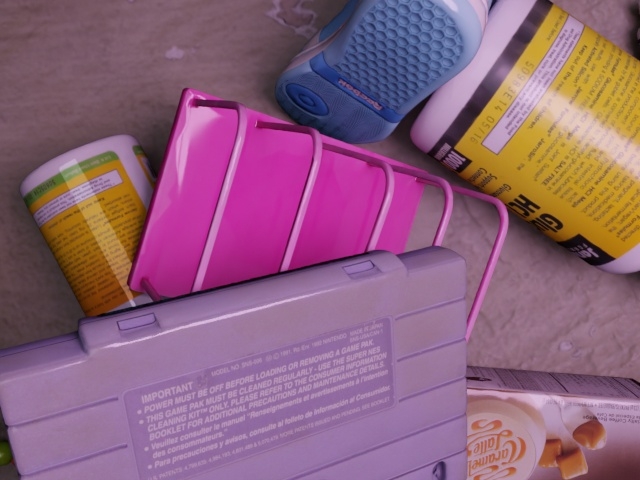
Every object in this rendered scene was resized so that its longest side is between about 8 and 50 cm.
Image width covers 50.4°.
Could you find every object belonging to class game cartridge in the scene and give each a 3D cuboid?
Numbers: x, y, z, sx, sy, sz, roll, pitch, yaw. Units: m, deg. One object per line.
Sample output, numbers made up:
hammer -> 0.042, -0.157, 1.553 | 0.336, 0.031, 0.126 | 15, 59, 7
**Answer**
game cartridge -> -0.043, 0.140, 0.531 | 0.355, 0.068, 0.230 | -12, 106, -23

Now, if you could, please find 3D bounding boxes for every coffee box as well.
coffee box -> 0.231, 0.222, 0.747 | 0.247, 0.098, 0.141 | 5, 94, 4

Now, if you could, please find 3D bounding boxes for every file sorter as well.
file sorter -> 0.000, 0.000, 0.649 | 0.291, 0.182, 0.202 | 15, 95, -28

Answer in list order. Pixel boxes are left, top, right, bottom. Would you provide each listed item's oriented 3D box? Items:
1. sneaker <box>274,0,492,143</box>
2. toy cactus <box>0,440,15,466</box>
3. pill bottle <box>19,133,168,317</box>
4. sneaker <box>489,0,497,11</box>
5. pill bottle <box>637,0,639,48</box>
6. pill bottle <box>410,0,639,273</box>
sneaker -> 0.078, -0.223, 0.669 | 0.127, 0.319, 0.208 | 34, 70, -19
toy cactus -> -0.445, 0.298, 0.805 | 0.219, 0.112, 0.180 | 36, 105, -7
pill bottle -> -0.209, 0.021, 0.744 | 0.136, 0.136, 0.245 | -27, 93, 5
sneaker -> 0.086, -0.344, 0.698 | 0.350, 0.148, 0.131 | 24, 95, 2
pill bottle -> 0.380, -0.206, 0.727 | 0.067, 0.067, 0.120 | -15, 93, 5
pill bottle -> 0.274, -0.087, 0.681 | 0.334, 0.188, 0.188 | 35, 95, 2
